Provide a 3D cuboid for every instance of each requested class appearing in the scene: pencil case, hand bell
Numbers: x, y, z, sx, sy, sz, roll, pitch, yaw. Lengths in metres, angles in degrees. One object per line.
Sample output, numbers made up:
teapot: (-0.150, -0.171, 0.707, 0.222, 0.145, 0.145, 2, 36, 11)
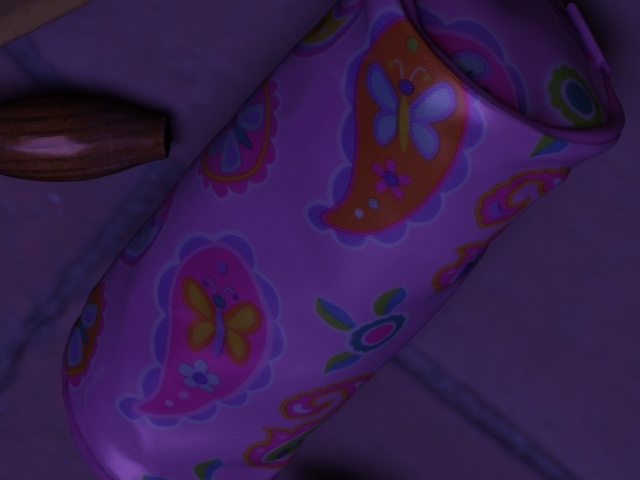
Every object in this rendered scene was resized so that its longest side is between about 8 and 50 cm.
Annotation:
pencil case: (0.000, 0.000, 0.781, 0.124, 0.124, 0.284, 38, 125, -5)
hand bell: (-0.188, -0.045, 0.843, 0.242, 0.126, 0.126, 1, 121, 4)

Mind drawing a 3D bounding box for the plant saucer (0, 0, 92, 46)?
plant saucer: (-0.121, -0.261, 0.686, 0.332, 0.081, 0.333, -21, 110, 29)
